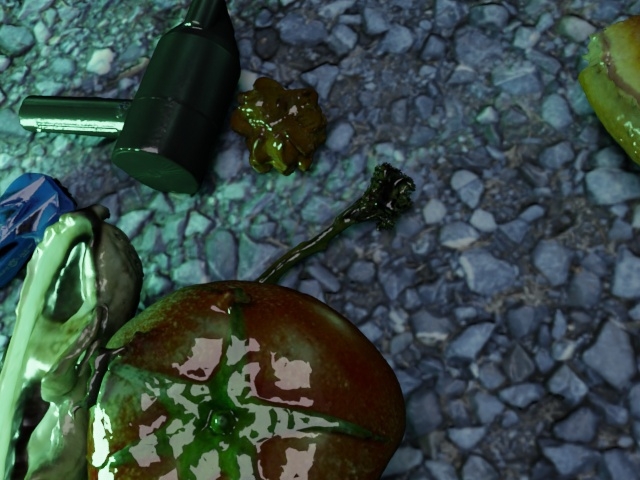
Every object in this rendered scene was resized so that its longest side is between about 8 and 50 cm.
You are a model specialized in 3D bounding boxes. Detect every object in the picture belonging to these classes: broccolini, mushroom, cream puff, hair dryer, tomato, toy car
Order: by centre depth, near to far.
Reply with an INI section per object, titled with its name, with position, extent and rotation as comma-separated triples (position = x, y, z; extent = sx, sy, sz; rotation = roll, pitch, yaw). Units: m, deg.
[tomato]
position = -0.074, 0.192, 0.906
extent = 0.304, 0.239, 0.303
rotation = -3, 70, 7
[mushroom]
position = -0.268, 0.143, 0.996
extent = 0.247, 0.130, 0.344
rotation = -28, 48, 48
[broccolini]
position = 0.005, 0.006, 1.091
extent = 0.254, 0.071, 0.057
rotation = -39, 106, 2
[cream puff]
position = -0.050, -0.141, 1.124
extent = 0.116, 0.094, 0.122
rotation = -36, 61, -6
[toy car]
position = -0.402, 0.001, 1.161
extent = 0.216, 0.063, 0.103
rotation = -41, 66, -6
[hair dryer]
position = -0.249, -0.199, 1.198
extent = 0.302, 0.116, 0.244
rotation = 7, 67, 23

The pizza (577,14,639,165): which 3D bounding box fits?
[pizza]
position = 0.534, -0.143, 0.979
extent = 0.406, 0.130, 0.440
rotation = -33, 54, -16
